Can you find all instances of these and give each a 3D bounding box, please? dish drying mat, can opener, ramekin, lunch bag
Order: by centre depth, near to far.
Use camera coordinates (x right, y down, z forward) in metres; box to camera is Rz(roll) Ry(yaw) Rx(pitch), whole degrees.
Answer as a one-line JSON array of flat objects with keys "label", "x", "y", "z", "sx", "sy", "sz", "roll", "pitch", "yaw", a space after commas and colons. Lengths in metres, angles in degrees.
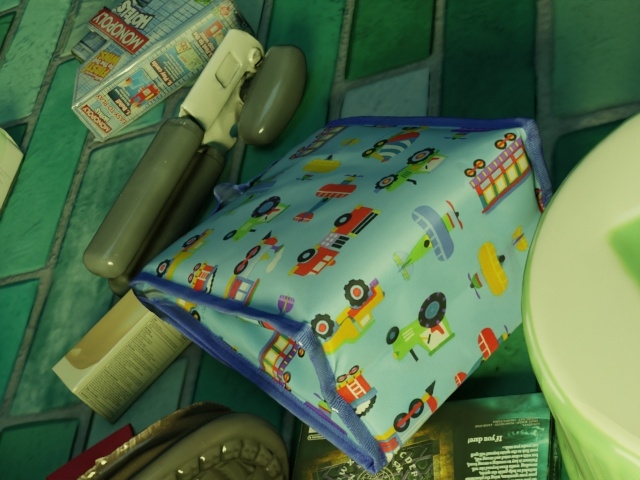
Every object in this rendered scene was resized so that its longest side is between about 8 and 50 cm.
[{"label": "ramekin", "x": 0.258, "y": 0.045, "z": 0.624, "sx": 0.303, "sy": 0.148, "sz": 0.303, "roll": -16, "pitch": 50, "yaw": 20}, {"label": "lunch bag", "x": 0.000, "y": 0.000, "z": 0.850, "sx": 0.221, "sy": 0.138, "sz": 0.293, "roll": -42, "pitch": 36, "yaw": -21}, {"label": "dish drying mat", "x": -0.183, "y": 0.180, "z": 0.924, "sx": 0.083, "sy": 0.008, "sz": 0.032, "roll": -33, "pitch": 43, "yaw": 4}, {"label": "can opener", "x": -0.105, "y": -0.074, "z": 1.043, "sx": 0.095, "sy": 0.076, "sz": 0.283, "roll": 7, "pitch": 59, "yaw": 39}]

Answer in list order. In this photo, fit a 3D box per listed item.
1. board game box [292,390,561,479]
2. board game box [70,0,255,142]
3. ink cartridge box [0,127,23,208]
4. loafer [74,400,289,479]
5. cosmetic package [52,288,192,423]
[{"label": "board game box", "x": 0.064, "y": 0.166, "z": 0.755, "sx": 0.186, "sy": 0.026, "sz": 0.126, "roll": -10, "pitch": 50, "yaw": 27}, {"label": "board game box", "x": -0.198, "y": -0.205, "z": 1.233, "sx": 0.194, "sy": 0.060, "sz": 0.194, "roll": -44, "pitch": 42, "yaw": -7}, {"label": "ink cartridge box", "x": -0.429, "y": -0.009, "z": 1.226, "sx": 0.181, "sy": 0.056, "sz": 0.224, "roll": -10, "pitch": 47, "yaw": 28}, {"label": "loafer", "x": -0.186, "y": 0.225, "z": 0.793, "sx": 0.366, "sy": 0.134, "sz": 0.130, "roll": -39, "pitch": 41, "yaw": 0}, {"label": "cosmetic package", "x": -0.156, "y": 0.088, "z": 0.949, "sx": 0.115, "sy": 0.060, "sz": 0.041, "roll": -45, "pitch": 44, "yaw": -10}]
